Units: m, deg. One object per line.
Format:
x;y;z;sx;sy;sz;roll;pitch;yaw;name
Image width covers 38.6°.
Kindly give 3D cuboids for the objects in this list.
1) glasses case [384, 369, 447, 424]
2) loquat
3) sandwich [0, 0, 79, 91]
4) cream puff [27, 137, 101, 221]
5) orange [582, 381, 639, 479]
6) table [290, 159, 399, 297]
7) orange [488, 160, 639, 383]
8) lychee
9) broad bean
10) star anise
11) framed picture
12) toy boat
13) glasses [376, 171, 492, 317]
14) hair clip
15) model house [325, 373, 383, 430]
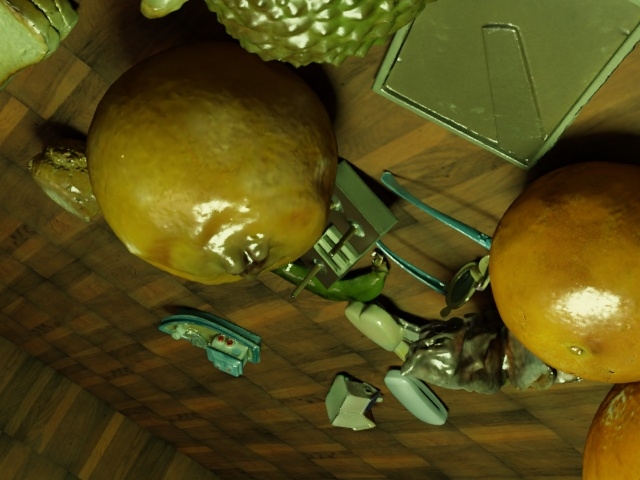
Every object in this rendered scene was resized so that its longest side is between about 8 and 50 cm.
0.195;0.319;1.853;0.067;0.045;0.178;-4;138;44;glasses case
-0.138;-0.098;1.181;0.329;0.328;0.328;21;151;12;loquat
-0.514;-0.363;1.296;0.271;0.099;0.301;-14;128;45;sandwich
-0.428;-0.114;1.610;0.150;0.115;0.165;28;162;15;cream puff
0.569;0.306;1.212;0.424;0.326;0.424;9;146;6;orange
0.000;0.000;1.392;0.121;0.111;0.240;49;151;5;table
0.338;0.041;1.086;0.284;0.226;0.284;18;145;13;orange
-0.022;-0.292;0.816;0.320;0.269;0.270;-5;150;-5;lychee
-0.004;0.049;1.587;0.292;0.049;0.144;9;140;28;broad bean
0.271;0.153;1.328;0.332;0.332;0.117;-7;94;47;star anise
0.198;-0.208;1.007;0.232;0.024;0.315;28;151;1;framed picture
-0.250;0.224;2.032;0.238;0.098;0.109;22;148;13;toy boat
0.168;-0.012;1.344;0.220;0.088;0.189;47;153;6;glasses
0.144;0.165;1.632;0.219;0.071;0.159;20;154;23;hair clip
0.078;0.346;1.976;0.100;0.087;0.100;12;123;-20;model house
